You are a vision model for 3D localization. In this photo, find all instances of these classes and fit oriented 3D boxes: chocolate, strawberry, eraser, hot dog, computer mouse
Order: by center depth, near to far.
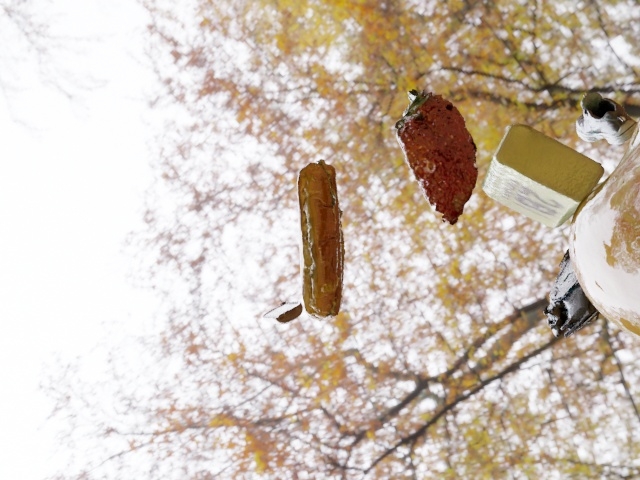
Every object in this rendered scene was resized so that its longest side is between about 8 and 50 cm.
[{"bbox_3d":[0.259,-0.072,1.013,0.117,0.172,0.058,27,-96,9],"label":"eraser"},{"bbox_3d":[0.393,0.037,1.182,0.077,0.146,0.242,33,-105,1],"label":"computer mouse"},{"bbox_3d":[0.172,-0.130,1.205,0.140,0.085,0.192,42,-145,-39],"label":"strawberry"},{"bbox_3d":[0.000,0.000,1.390,0.115,0.072,0.269,1,-94,-75],"label":"hot dog"},{"bbox_3d":[-0.069,0.138,1.561,0.064,0.100,0.031,-27,-83,-25],"label":"chocolate"}]

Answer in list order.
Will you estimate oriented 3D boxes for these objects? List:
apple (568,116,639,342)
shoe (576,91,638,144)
[{"bbox_3d":[0.341,-0.013,0.666,0.264,0.264,0.264,19,-123,-31],"label":"apple"},{"bbox_3d":[0.535,-0.242,1.630,0.071,0.169,0.099,-41,-70,-3],"label":"shoe"}]
